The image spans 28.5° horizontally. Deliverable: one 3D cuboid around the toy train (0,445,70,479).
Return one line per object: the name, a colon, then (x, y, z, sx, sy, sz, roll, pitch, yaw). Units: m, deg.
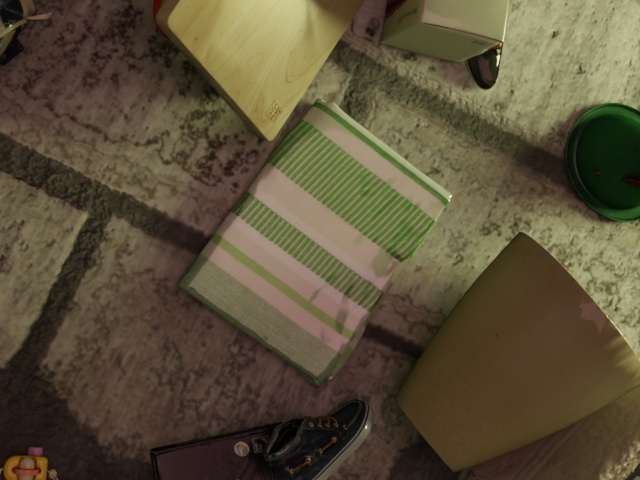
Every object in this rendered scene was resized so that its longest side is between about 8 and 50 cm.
toy train: (-0.365, 0.326, 1.548, 0.166, 0.046, 0.125, -23, 94, -19)

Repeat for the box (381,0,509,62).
box: (0.179, -0.377, 1.716, 0.126, 0.148, 0.232, 11, 83, -17)

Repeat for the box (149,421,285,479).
box: (-0.115, 0.345, 1.631, 0.184, 0.045, 0.191, -8, 89, -22)

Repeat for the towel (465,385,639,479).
towel: (0.346, 0.276, 1.714, 0.282, 0.187, 0.049, -42, 129, -17)

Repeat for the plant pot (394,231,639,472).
plant pot: (0.244, 0.174, 1.674, 0.274, 0.256, 0.256, -40, 100, 0)

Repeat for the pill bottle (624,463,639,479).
pill bottle: (0.534, 0.323, 1.759, 0.363, 0.210, 0.210, -37, 98, -16)

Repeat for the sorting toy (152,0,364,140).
sorting toy: (-0.086, -0.306, 1.599, 0.257, 0.089, 0.255, -57, 140, -13)

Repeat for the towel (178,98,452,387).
towel: (0.000, 0.000, 1.695, 0.248, 0.038, 0.325, 37, 78, -12)

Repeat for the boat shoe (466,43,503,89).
boat shoe: (0.235, -0.281, 1.786, 0.049, 0.042, 0.133, 0, 88, -20)

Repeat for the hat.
hat: (0.479, -0.114, 1.780, 0.208, 0.183, 0.173, 32, 77, -14)

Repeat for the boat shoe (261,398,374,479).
boat shoe: (0.000, 0.249, 1.633, 0.183, 0.065, 0.083, -46, 119, -38)

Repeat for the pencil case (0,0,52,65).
pencil case: (-0.497, -0.384, 1.486, 0.183, 0.160, 0.410, -33, 97, -17)
